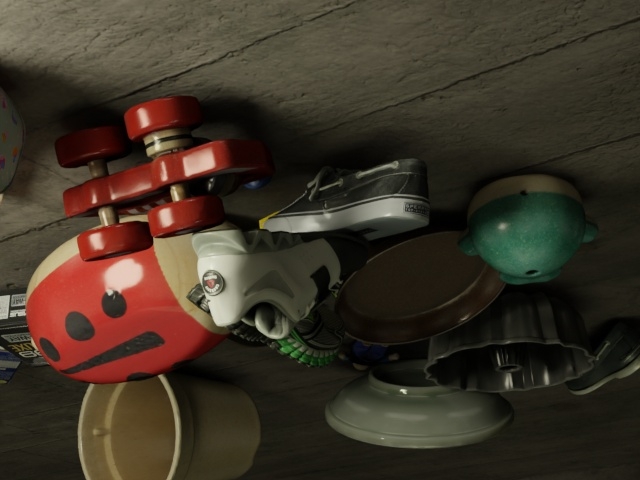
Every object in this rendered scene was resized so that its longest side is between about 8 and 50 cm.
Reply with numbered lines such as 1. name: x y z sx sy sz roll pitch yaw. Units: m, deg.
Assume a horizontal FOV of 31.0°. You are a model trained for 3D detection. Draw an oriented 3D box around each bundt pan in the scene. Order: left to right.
1. bundt pan: 0.359 0.191 2.230 0.330 0.124 0.331 -2 156 -1

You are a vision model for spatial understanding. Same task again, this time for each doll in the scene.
1. doll: 0.103 0.234 2.410 0.129 0.046 0.189 4 155 -10

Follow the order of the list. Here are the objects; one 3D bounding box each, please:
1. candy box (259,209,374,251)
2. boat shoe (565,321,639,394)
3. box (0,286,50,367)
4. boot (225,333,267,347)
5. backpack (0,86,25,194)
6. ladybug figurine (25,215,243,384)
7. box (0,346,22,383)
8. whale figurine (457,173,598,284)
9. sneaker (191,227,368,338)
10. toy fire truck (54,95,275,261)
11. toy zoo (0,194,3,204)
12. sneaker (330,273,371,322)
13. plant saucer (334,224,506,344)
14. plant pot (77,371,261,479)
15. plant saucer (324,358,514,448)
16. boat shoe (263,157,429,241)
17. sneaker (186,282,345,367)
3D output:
1. candy box: 0.000 0.000 1.853 0.105 0.027 0.206 -27 143 19
2. boat shoe: 0.588 0.242 2.436 0.099 0.116 0.319 45 158 2
3. box: -0.450 0.155 2.161 0.307 0.077 0.242 -7 155 11
4. boot: -0.133 0.152 2.152 0.305 0.112 0.115 15 162 -37
5. backpack: -0.449 -0.121 1.425 0.144 0.166 0.188 5 160 9
6. ladybug figurine: -0.298 0.113 1.880 0.449 0.162 0.305 -26 131 26
7. box: -0.699 0.249 2.414 0.136 0.037 0.225 10 153 -23
8. whale figurine: 0.321 0.013 1.781 0.216 0.141 0.272 -6 149 7
9. sneaker: -0.048 0.060 1.582 0.122 0.146 0.330 -10 174 39
10. toy fire truck: -0.194 -0.084 1.569 0.302 0.169 0.254 -16 177 30
11. toy zoo: -0.580 -0.117 1.593 0.293 0.030 0.192 7 155 -19
12. sneaker: 0.069 0.094 2.026 0.084 0.097 0.234 -20 150 35
13. plant saucer: 0.166 0.068 1.942 0.310 0.050 0.311 -12 143 -10
14. plant pot: -0.310 0.421 2.538 0.333 0.334 0.305 -21 161 38
15. plant saucer: 0.207 0.326 2.438 0.400 0.101 0.400 -2 -170 0
16. boat shoe: 0.032 -0.058 1.666 0.113 0.105 0.306 13 164 -37
17. sneaker: -0.049 0.094 1.769 0.134 0.146 0.343 36 -178 33
